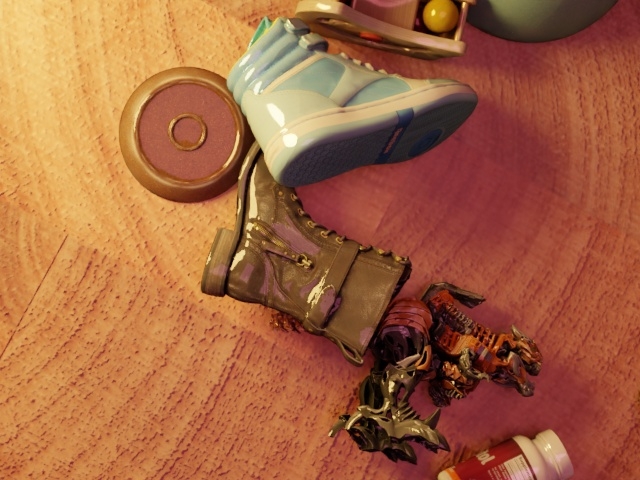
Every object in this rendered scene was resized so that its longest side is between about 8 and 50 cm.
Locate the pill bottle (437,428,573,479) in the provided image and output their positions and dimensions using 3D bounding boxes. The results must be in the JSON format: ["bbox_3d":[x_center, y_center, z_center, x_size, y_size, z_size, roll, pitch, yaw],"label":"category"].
[{"bbox_3d":[0.227,0.292,1.685,0.152,0.086,0.086,-24,91,-7],"label":"pill bottle"}]

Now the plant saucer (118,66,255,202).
[{"bbox_3d":[-0.162,-0.131,1.683,0.168,0.029,0.168,0,89,-6],"label":"plant saucer"}]

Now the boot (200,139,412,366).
[{"bbox_3d":[0.000,0.000,1.632,0.229,0.091,0.263,18,73,5],"label":"boot"}]

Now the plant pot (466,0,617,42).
[{"bbox_3d":[0.277,-0.399,1.658,0.290,0.195,0.290,0,88,-7],"label":"plant pot"}]

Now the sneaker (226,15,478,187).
[{"bbox_3d":[0.031,-0.193,1.643,0.319,0.127,0.208,-15,62,-40],"label":"sneaker"}]

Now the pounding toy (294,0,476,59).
[{"bbox_3d":[0.056,-0.320,1.651,0.269,0.154,0.155,12,87,-6],"label":"pounding toy"}]

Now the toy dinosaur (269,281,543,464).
[{"bbox_3d":[0.103,0.147,1.669,0.322,0.164,0.218,9,72,12],"label":"toy dinosaur"}]
